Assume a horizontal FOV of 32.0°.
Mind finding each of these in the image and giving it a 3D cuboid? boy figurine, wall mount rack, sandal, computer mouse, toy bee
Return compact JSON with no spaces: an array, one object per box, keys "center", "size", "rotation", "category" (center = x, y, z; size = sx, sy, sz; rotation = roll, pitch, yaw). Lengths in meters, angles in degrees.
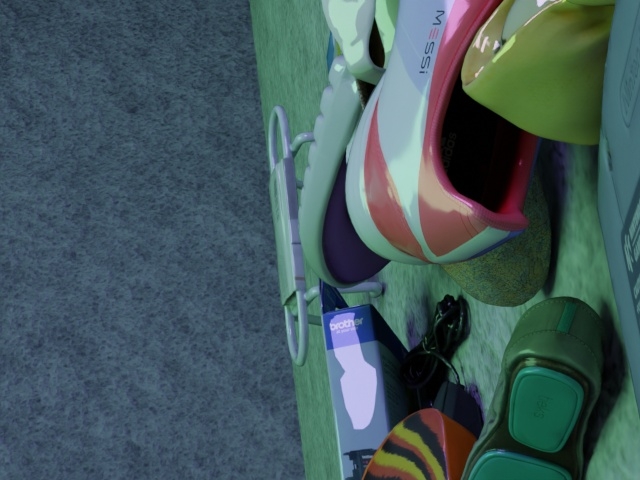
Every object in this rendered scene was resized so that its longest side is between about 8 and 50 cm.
[{"center":[0.123,-0.169,0.448],"size":[0.177,0.092,0.285],"rotation":[-75,-5,-47],"category":"boy figurine"},{"center":[0.000,0.000,1.512],"size":[0.304,0.130,0.350],"rotation":[124,142,-73],"category":"wall mount rack"},{"center":[0.071,-0.077,0.892],"size":[0.102,0.169,0.416],"rotation":[38,149,22],"category":"sandal"},{"center":[0.103,0.195,0.994],"size":[0.184,0.060,0.262],"rotation":[103,162,-65],"category":"computer mouse"},{"center":[0.064,0.270,0.782],"size":[0.195,0.162,0.298],"rotation":[48,-159,-20],"category":"toy bee"}]

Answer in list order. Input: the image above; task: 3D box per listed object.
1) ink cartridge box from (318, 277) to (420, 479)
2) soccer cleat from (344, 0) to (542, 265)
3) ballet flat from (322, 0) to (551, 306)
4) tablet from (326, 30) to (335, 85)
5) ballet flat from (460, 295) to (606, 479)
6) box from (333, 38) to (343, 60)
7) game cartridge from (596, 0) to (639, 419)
[{"center":[0.062,0.192,1.103],"size":[0.186,0.065,0.311],"rotation":[54,-156,-61],"category":"ink cartridge box"},{"center":[0.092,-0.143,0.602],"size":[0.116,0.109,0.318],"rotation":[-3,75,65],"category":"soccer cleat"},{"center":[0.057,-0.093,0.701],"size":[0.106,0.107,0.316],"rotation":[-29,-79,-53],"category":"ballet flat"},{"center":[0.017,-0.275,1.661],"size":[0.083,0.006,0.054],"rotation":[102,163,-64],"category":"tablet"},{"center":[0.138,0.115,0.703],"size":[0.213,0.072,0.068],"rotation":[95,-164,-49],"category":"ballet flat"},{"center":[0.044,-0.248,1.310],"size":[0.179,0.043,0.105],"rotation":[91,172,-52],"category":"box"},{"center":[0.141,-0.004,0.368],"size":[0.297,0.062,0.198],"rotation":[67,-160,-69],"category":"game cartridge"}]
